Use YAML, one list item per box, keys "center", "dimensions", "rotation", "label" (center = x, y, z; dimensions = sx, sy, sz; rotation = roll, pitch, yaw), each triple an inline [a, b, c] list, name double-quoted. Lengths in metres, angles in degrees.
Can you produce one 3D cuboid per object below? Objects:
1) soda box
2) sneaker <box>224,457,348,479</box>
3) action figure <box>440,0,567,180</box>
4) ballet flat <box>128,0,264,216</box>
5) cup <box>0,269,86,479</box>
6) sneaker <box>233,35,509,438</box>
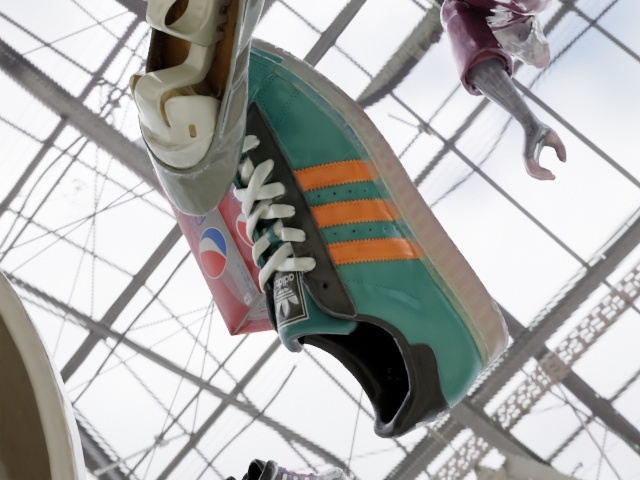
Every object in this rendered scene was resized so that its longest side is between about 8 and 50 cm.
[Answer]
- center: [-0.105, -0.018, 1.037]
  dimensions: [0.092, 0.263, 0.083]
  rotation: [-3, -39, -38]
  label: "soda box"
- center: [-0.041, 0.260, 0.917]
  dimensions: [0.063, 0.170, 0.075]
  rotation: [-39, -112, 45]
  label: "sneaker"
- center: [0.128, -0.223, 0.658]
  dimensions: [0.275, 0.370, 0.248]
  rotation: [30, -95, 9]
  label: "action figure"
- center: [-0.072, -0.102, 0.464]
  dimensions: [0.072, 0.068, 0.213]
  rotation: [30, -58, 21]
  label: "ballet flat"
- center: [-0.253, 0.139, 0.394]
  dimensions: [0.331, 0.237, 0.331]
  rotation: [1, -106, -3]
  label: "cup"
- center: [0.000, 0.000, 0.590]
  dimensions: [0.121, 0.108, 0.302]
  rotation: [-42, -85, -30]
  label: "sneaker"
